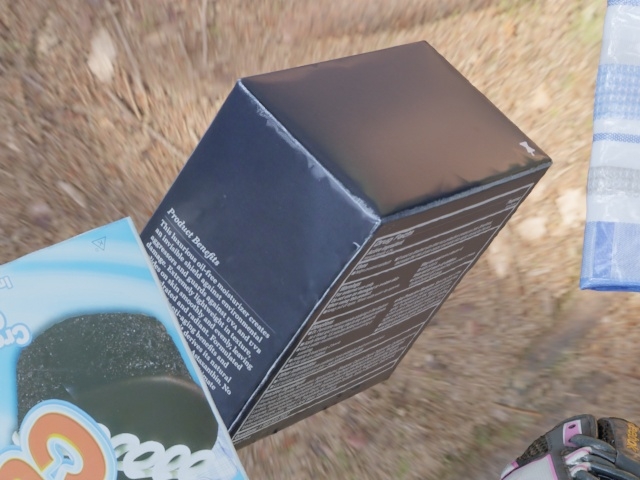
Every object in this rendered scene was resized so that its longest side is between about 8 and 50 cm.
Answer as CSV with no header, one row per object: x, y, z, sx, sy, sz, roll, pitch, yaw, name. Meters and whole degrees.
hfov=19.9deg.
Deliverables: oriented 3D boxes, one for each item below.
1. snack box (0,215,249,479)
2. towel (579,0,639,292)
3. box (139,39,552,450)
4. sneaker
-0.189,0.133,0.771,0.322,0.060,0.187,-23,86,-26,snack box
0.327,-0.088,1.512,0.209,0.034,0.285,4,72,16,towel
0.000,0.000,1.588,0.183,0.296,0.294,47,122,17,box
0.084,0.091,0.606,0.072,0.178,0.077,34,83,-6,sneaker
